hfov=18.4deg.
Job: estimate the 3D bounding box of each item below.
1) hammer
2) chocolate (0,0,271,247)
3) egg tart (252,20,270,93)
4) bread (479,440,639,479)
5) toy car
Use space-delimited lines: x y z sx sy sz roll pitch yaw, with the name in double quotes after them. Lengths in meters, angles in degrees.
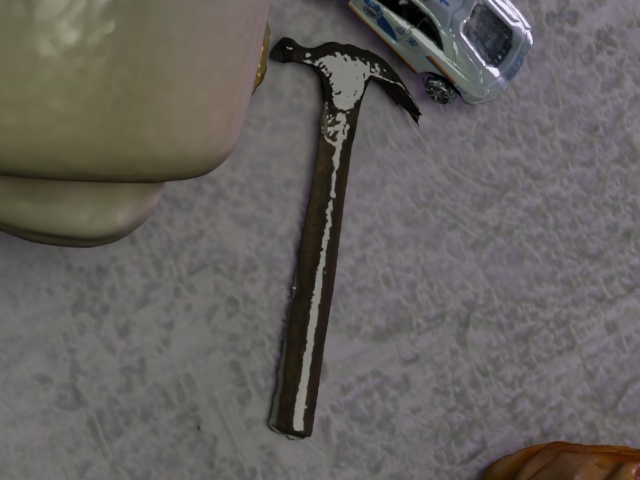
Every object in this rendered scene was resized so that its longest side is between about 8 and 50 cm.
0.000 0.000 1.467 0.125 0.027 0.297 12 83 -14 "hammer"
-0.196 -0.153 1.266 0.326 0.314 0.297 17 95 -3 "chocolate"
-0.094 -0.147 1.431 0.128 0.049 0.129 1 86 -17 "egg tart"
0.219 0.224 1.391 0.132 0.294 0.167 -29 99 -23 "bread"
0.071 -0.187 1.478 0.205 0.056 0.095 42 63 -14 "toy car"
